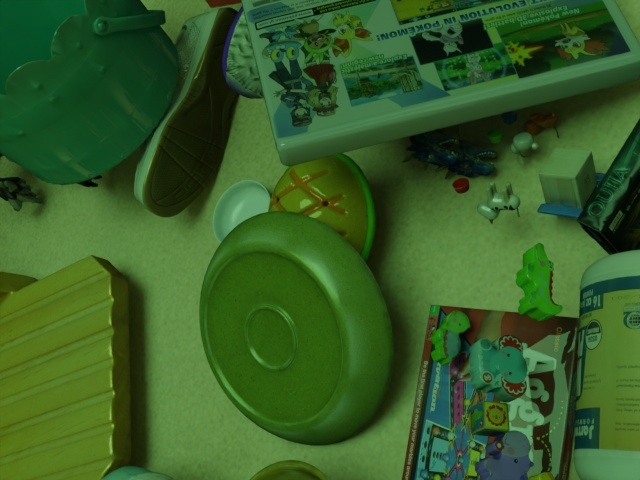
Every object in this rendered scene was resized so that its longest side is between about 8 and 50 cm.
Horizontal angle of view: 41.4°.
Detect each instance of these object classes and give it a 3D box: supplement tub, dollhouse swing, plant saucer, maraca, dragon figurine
[{"bbox_3d":[0.262,0.117,0.619,0.144,0.144,0.200,-3,71,33],"label":"supplement tub"},{"bbox_3d":[-0.431,0.174,0.988,0.305,0.315,0.347,-31,56,45],"label":"dollhouse swing"},{"bbox_3d":[-0.040,0.092,0.834,0.241,0.037,0.241,9,105,36],"label":"plant saucer"},{"bbox_3d":[0.000,0.000,0.869,0.127,0.099,0.186,5,94,37],"label":"maraca"},{"bbox_3d":[0.074,-0.166,0.882,0.289,0.085,0.144,33,93,36],"label":"dragon figurine"}]

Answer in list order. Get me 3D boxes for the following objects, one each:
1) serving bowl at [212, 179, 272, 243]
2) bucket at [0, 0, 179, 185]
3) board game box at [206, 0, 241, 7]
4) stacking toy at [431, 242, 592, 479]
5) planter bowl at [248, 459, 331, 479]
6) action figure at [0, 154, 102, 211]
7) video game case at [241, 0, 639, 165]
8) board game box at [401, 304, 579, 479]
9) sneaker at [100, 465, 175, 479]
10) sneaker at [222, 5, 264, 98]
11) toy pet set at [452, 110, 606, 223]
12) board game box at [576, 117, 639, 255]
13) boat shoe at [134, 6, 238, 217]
[{"bbox_3d":[-0.084,-0.027,0.974,0.083,0.027,0.083,-12,68,30],"label":"serving bowl"},{"bbox_3d":[-0.311,-0.212,0.972,0.281,0.183,0.281,-14,57,22],"label":"bucket"},{"bbox_3d":[-0.141,-0.466,0.957,0.064,0.316,0.242,3,60,34],"label":"board game box"},{"bbox_3d":[0.145,0.135,0.665,0.167,0.052,0.221,130,146,-60],"label":"stacking toy"},{"bbox_3d":[-0.005,0.311,0.749,0.217,0.090,0.217,-26,54,43],"label":"planter bowl"},{"bbox_3d":[-0.420,-0.124,1.169,0.275,0.141,0.164,5,78,19],"label":"action figure"},{"bbox_3d":[0.092,-0.232,0.807,0.329,0.036,0.300,-14,59,-1],"label":"video game case"},{"bbox_3d":[0.143,0.201,0.743,0.145,0.027,0.281,3,75,33],"label":"board game box"},{"bbox_3d":[-0.200,0.412,0.859,0.150,0.135,0.366,-7,72,64],"label":"sneaker"},{"bbox_3d":[-0.033,-0.266,0.966,0.146,0.102,0.293,-21,39,62],"label":"sneaker"},{"bbox_3d":[0.202,-0.056,0.782,0.114,0.065,0.122,11,49,39],"label":"toy pet set"},{"bbox_3d":[0.283,-0.071,0.684,0.026,0.126,0.186,34,93,37],"label":"board game box"},{"bbox_3d":[-0.171,-0.157,1.042,0.096,0.098,0.277,6,68,36],"label":"boat shoe"}]
